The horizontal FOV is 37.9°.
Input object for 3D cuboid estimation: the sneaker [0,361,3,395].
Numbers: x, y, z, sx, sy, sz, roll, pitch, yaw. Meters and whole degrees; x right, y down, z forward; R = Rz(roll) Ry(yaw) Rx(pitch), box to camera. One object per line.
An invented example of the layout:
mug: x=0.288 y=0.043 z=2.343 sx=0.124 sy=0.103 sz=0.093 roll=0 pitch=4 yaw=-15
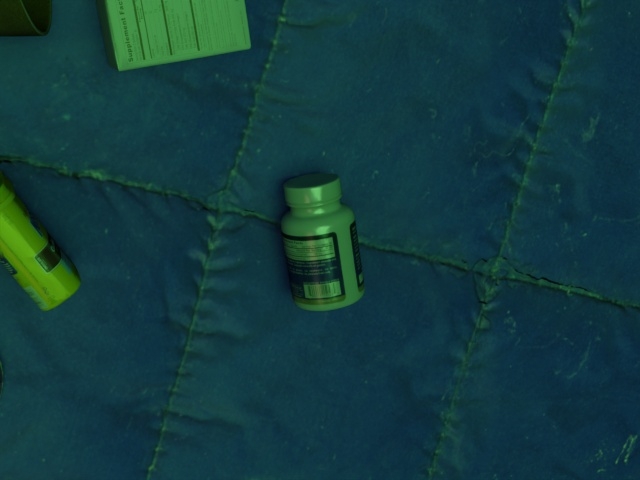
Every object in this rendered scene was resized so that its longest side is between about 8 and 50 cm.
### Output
sneaker: x=-0.498 y=0.257 z=1.275 sx=0.095 sy=0.104 sz=0.236 roll=17 pitch=97 yaw=-22

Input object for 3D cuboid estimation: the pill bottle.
pill bottle: x=0.000 y=0.000 z=1.384 sx=0.112 sy=0.112 sz=0.186 roll=-13 pitch=108 yaw=-16

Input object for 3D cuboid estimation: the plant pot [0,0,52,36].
plant pot: x=-0.469 y=-0.336 z=1.079 sx=0.254 sy=0.237 sz=0.237 roll=-10 pitch=108 yaw=-3

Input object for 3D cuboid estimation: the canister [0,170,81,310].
canister: x=-0.397 y=0.002 z=1.233 sx=0.073 sy=0.126 sz=0.170 roll=-37 pitch=115 yaw=-8

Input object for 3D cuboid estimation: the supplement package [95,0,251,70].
supplement package: x=-0.197 y=-0.293 z=1.237 sx=0.179 sy=0.105 sz=0.105 roll=-13 pitch=108 yaw=-16
